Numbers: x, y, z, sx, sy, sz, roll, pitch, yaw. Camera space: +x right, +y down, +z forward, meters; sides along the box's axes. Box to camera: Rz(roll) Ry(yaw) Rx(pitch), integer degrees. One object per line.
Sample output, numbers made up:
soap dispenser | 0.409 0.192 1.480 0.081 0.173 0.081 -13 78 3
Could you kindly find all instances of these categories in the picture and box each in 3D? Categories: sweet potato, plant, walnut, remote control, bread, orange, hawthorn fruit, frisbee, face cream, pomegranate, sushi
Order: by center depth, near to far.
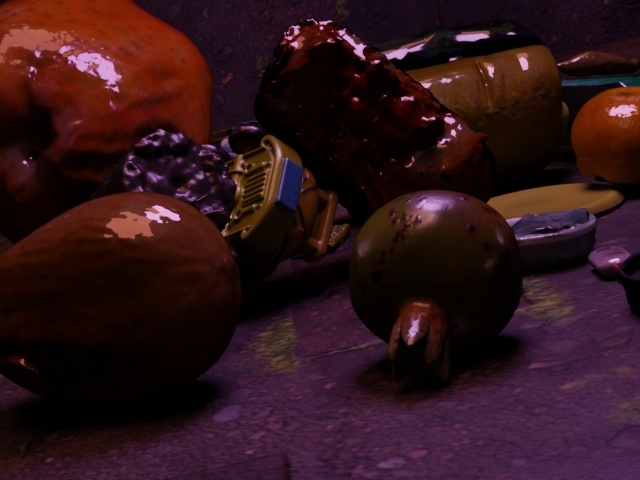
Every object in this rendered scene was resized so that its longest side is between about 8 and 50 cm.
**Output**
pomegranate | 0.101 0.044 1.233 0.159 0.159 0.205 -8 38 22
walnut | -0.209 0.060 1.336 0.298 0.203 0.203 -9 11 32
face cream | 0.297 0.023 1.401 0.040 0.021 0.083 -12 10 1
plant | -0.194 0.005 1.515 0.274 0.149 0.146 -52 2 45
remote control | 0.182 0.008 1.528 0.247 0.052 0.104 -9 13 17
sushi | 0.067 -0.111 1.673 0.196 0.343 0.182 -50 2 10
frisbee | 0.270 -0.040 1.772 0.236 0.017 0.236 -12 10 2
orange | 0.402 -0.129 1.784 0.155 0.134 0.154 -13 22 5
bread | 0.172 -0.164 1.955 0.377 0.251 0.208 -15 39 -15
sweet potato | 0.425 -0.265 2.079 0.153 0.038 0.041 -4 29 -21
hawthorn fruit | -0.390 -0.171 2.178 0.472 0.471 0.472 -12 11 2

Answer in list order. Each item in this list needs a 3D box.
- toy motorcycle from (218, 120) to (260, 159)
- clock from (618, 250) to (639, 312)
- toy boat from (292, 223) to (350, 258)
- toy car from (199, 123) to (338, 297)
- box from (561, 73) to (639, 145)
toy motorcycle | -0.100 -0.113 2.128 0.173 0.108 0.307 26 23 16
clock | 0.364 0.027 1.253 0.185 0.040 0.184 -13 10 2
toy boat | 0.000 0.000 1.873 0.063 0.016 0.115 -9 11 15
toy car | -0.094 -0.016 1.651 0.142 0.200 0.248 33 -33 -33
box | 0.458 -0.196 2.078 0.264 0.106 0.337 -6 6 -26
